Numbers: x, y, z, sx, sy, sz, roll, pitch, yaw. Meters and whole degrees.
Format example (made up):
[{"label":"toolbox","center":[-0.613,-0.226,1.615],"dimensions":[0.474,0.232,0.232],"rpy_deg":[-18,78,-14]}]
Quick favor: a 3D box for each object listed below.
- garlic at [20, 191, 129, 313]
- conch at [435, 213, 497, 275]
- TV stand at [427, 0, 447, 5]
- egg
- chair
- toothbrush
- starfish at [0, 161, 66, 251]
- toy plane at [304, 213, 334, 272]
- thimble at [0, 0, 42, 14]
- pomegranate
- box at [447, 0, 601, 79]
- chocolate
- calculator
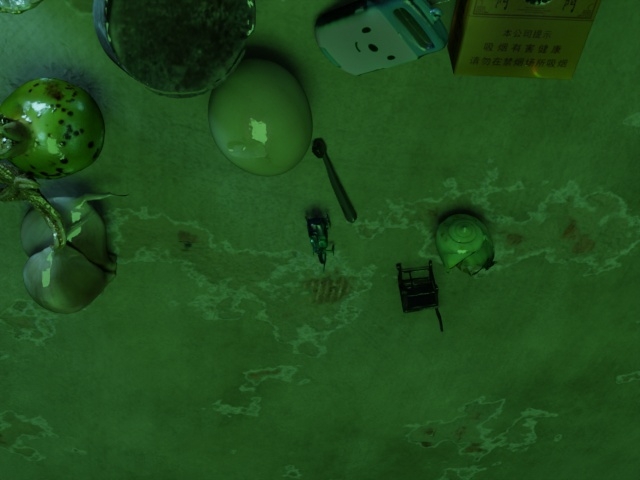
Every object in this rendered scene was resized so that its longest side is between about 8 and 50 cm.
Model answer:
[{"label":"garlic","center":[-0.621,0.034,2.043],"dimensions":[0.246,0.231,0.340],"rpy_deg":[11,142,-12]},{"label":"conch","center":[0.384,0.032,2.186],"dimensions":[0.144,0.137,0.250],"rpy_deg":[-15,137,10]},{"label":"TV stand","center":[0.209,-0.577,1.533],"dimensions":[0.083,0.088,0.269],"rpy_deg":[-13,138,9]},{"label":"egg","center":[-0.127,-0.257,1.764],"dimensions":[0.219,0.219,0.269],"rpy_deg":[-13,124,10]},{"label":"chair","center":[0.284,0.170,2.356],"dimensions":[0.113,0.106,0.229],"rpy_deg":[-8,137,3]},{"label":"toothbrush","center":[0.037,-0.138,2.053],"dimensions":[0.030,0.030,0.297],"rpy_deg":[7,146,28]},{"label":"starfish","center":[-0.690,-0.110,1.875],"dimensions":[0.327,0.094,0.375],"rpy_deg":[42,157,-16]},{"label":"toy plane","center":[0.000,0.000,2.157],"dimensions":[0.060,0.096,0.235],"rpy_deg":[-6,156,6]},{"label":"thimble","center":[-0.541,-0.515,1.499],"dimensions":[0.137,0.143,0.190],"rpy_deg":[29,129,-31]},{"label":"pomegranate","center":[-0.601,-0.230,1.735],"dimensions":[0.286,0.231,0.231],"rpy_deg":[-12,151,-44]},{"label":"box","center":[0.411,-0.511,1.602],"dimensions":[0.265,0.115,0.415],"rpy_deg":[2,138,-6]},{"label":"chocolate","center":[-0.297,-0.436,1.559],"dimensions":[0.303,0.213,0.303],"rpy_deg":[-17,121,-31]},{"label":"calculator","center":[0.122,-0.417,1.672],"dimensions":[0.293,0.051,0.173],"rpy_deg":[-8,142,41]}]
